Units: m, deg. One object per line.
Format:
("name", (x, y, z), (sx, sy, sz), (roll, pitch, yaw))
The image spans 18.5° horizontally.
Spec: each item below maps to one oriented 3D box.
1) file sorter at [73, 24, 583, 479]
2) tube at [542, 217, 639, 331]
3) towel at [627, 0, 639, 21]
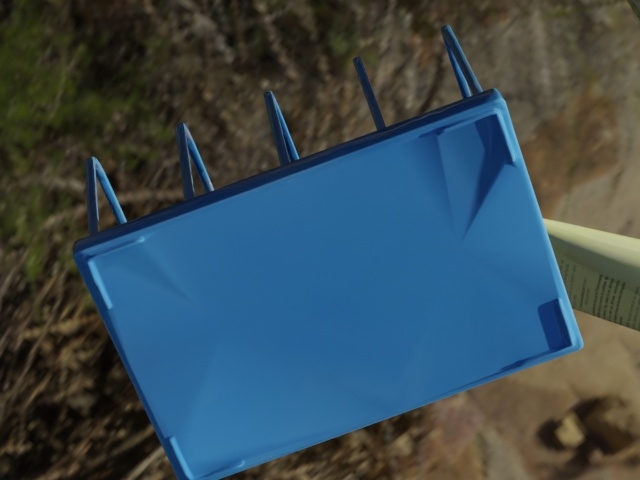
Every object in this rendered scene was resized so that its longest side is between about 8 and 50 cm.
("file sorter", (0.000, 0.000, 0.797), (0.170, 0.118, 0.104), (-20, 30, 3))
("tube", (0.220, 0.034, 1.164), (0.240, 0.070, 0.062), (15, 24, 11))
("towel", (0.329, -0.192, 0.986), (0.090, 0.374, 0.320), (44, 14, -33))
